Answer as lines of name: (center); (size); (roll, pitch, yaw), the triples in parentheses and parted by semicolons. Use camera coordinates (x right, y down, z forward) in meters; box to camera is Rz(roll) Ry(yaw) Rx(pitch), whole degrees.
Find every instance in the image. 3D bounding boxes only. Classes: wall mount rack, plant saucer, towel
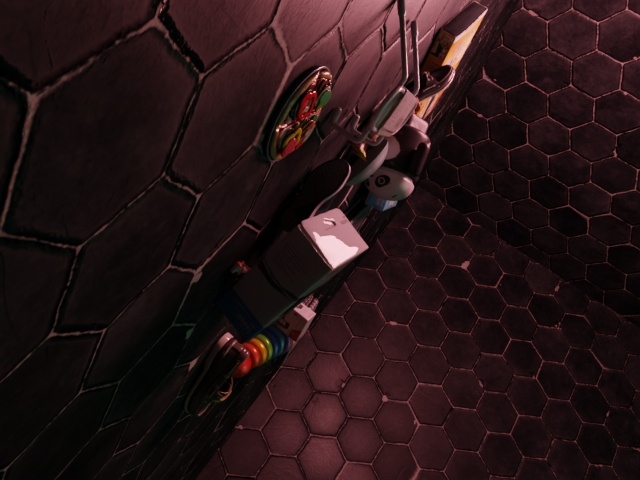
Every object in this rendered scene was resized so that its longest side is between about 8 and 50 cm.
wall mount rack: (0.160, -0.363, 1.347); (0.304, 0.130, 0.350); (-55, 171, 15)
plant saucer: (0.137, -0.219, 1.729); (0.195, 0.037, 0.195); (-42, -168, 11)
towel: (-0.122, 0.362, 2.390); (0.235, 0.121, 0.284); (-47, 167, -48)

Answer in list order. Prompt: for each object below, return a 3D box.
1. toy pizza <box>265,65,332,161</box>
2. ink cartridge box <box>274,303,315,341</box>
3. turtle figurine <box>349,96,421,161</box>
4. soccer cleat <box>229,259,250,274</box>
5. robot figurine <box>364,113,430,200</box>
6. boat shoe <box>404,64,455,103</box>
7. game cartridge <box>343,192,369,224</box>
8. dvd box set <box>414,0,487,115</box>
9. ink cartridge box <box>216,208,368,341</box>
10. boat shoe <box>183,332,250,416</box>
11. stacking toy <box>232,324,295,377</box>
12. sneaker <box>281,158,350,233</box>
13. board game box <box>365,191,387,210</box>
toy pizza: (-0.033, -0.228, 1.087); (0.201, 0.032, 0.201); (-54, 170, -13)
ink cartridge box: (-0.108, 0.252, 1.997); (0.063, 0.150, 0.109); (-33, 156, -57)
turtle figurine: (0.176, -0.326, 1.630); (0.217, 0.087, 0.269); (-46, -174, 0)
soccer cleat: (-0.186, 0.065, 1.342); (0.035, 0.029, 0.083); (-40, 171, -2)
robot figurine: (0.239, -0.263, 1.841); (0.209, 0.173, 0.278); (72, 39, -83)
boat shoe: (0.325, -0.482, 1.800); (0.206, 0.075, 0.065); (-36, 142, -2)
game cartridge: (0.107, -0.053, 2.339); (0.294, 0.060, 0.196); (-45, 162, -49)
dvd box set: (0.403, -0.577, 2.010); (0.308, 0.062, 0.421); (-48, 168, -42)
ink cartridge box: (-0.064, 0.079, 1.394); (0.307, 0.129, 0.223); (-41, 172, 28)
boat shoe: (-0.303, 0.413, 1.714); (0.325, 0.096, 0.116); (-61, 170, 27)
stacking toy: (-0.209, 0.361, 1.963); (0.141, 0.141, 0.330); (-60, 165, 23)
sneaker: (0.002, -0.100, 1.496); (0.226, 0.086, 0.163); (-48, 162, 3)
board game box: (0.282, -0.255, 2.309); (0.336, 0.079, 0.254); (-23, 134, -74)
